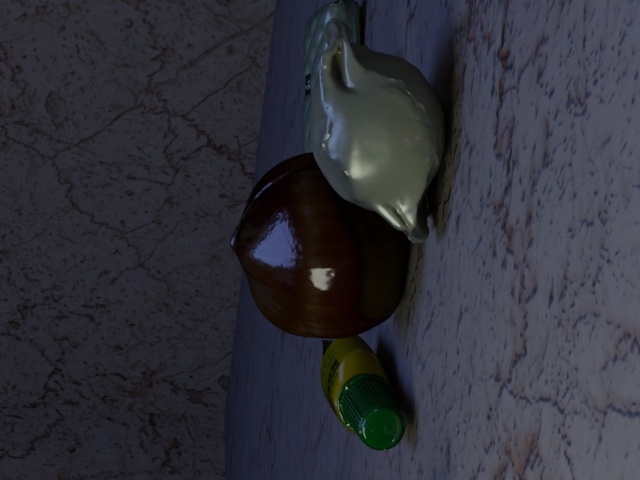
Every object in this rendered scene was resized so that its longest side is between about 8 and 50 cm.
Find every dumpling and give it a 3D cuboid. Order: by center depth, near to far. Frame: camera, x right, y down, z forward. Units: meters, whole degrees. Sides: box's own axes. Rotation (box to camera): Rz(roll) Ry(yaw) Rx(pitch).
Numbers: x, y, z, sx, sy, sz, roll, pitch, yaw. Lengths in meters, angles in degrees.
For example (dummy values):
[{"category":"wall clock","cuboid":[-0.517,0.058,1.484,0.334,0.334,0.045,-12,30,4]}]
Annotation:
[{"category":"dumpling","cuboid":[0.063,-0.124,1.544,0.193,0.147,0.258,-81,-33,-72]}]

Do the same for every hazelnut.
[{"category":"hazelnut","cuboid":[0.000,0.000,1.706,0.229,0.230,0.229,-177,90,-83]}]

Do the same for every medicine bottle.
[{"category":"medicine bottle","cuboid":[0.054,0.191,1.733,0.309,0.076,0.111,-139,46,-79]}]

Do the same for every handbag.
[{"category":"handbag","cuboid":[0.024,-0.244,2.155,0.219,0.079,0.256,151,121,-77]}]

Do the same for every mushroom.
[{"category":"mushroom","cuboid":[0.010,0.191,2.276,0.101,0.019,0.049,-95,11,-59]}]
